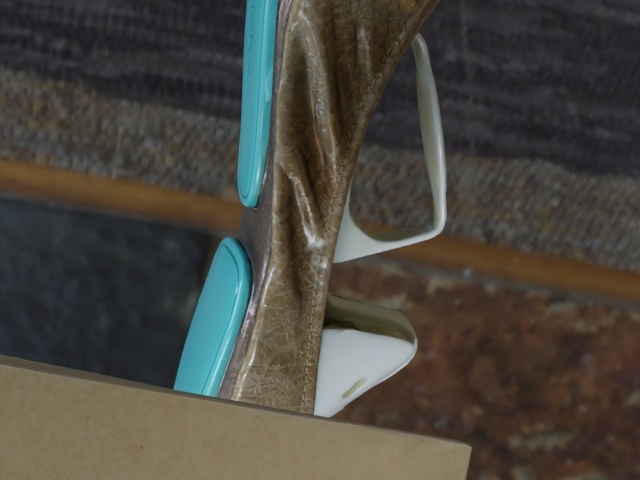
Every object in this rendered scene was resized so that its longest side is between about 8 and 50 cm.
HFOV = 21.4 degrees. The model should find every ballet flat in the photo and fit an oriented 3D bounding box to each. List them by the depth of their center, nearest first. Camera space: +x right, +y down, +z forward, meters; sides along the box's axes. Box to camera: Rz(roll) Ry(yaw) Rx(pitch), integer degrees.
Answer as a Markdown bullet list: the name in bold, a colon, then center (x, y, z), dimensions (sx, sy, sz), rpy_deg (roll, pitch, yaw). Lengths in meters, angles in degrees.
- **ballet flat**: center (0.000, 0.000, 0.887), dimensions (0.124, 0.342, 0.116), rpy_deg (9, 12, -12)

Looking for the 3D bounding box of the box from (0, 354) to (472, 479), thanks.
- **box**: center (-0.058, 0.127, 0.541), dimensions (0.201, 0.021, 0.164), rpy_deg (12, 88, -20)
